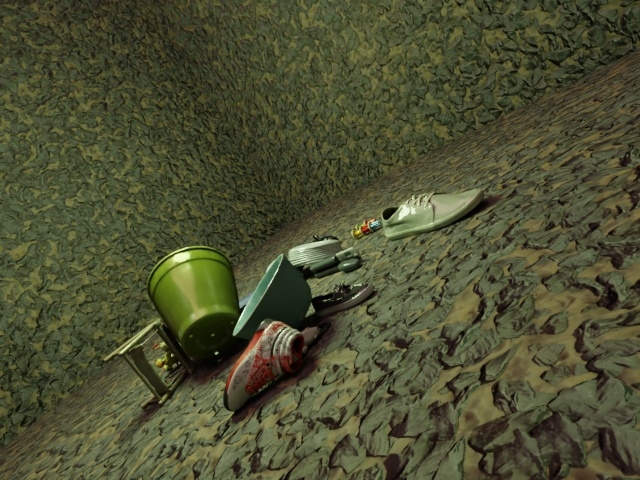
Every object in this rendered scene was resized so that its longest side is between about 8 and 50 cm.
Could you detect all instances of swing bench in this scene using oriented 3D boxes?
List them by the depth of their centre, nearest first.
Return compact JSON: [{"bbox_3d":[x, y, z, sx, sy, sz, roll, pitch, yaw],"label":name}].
[{"bbox_3d":[-0.642,0.469,1.678,0.165,0.253,0.255,-24,14,39],"label":"swing bench"}]

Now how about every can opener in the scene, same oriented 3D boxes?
[{"bbox_3d":[0.058,0.099,1.774,0.280,0.074,0.093,-23,15,46],"label":"can opener"}]

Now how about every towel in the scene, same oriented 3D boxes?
[{"bbox_3d":[-0.299,0.295,2.089,0.243,0.040,0.336,-33,11,-10],"label":"towel"}]

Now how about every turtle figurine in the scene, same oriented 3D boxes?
[{"bbox_3d":[-0.649,0.503,1.914,0.217,0.087,0.270,-31,-31,-38],"label":"turtle figurine"}]

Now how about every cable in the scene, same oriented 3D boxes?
[{"bbox_3d":[-0.020,0.055,1.994,0.257,0.089,0.257,-11,2,39],"label":"cable"}]

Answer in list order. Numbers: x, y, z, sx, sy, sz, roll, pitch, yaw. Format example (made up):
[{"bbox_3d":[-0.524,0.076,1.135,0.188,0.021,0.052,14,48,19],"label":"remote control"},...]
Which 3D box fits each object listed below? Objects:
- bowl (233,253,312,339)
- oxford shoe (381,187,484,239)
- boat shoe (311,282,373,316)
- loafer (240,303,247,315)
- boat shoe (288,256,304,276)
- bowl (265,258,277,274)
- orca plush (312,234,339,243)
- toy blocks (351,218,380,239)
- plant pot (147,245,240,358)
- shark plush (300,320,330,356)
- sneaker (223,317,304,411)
[{"bbox_3d":[-0.141,0.217,1.421,0.312,0.163,0.311,-56,8,13],"label":"bowl"},{"bbox_3d":[0.394,-0.115,1.606,0.449,0.130,0.169,-19,16,50],"label":"oxford shoe"},{"bbox_3d":[0.063,0.177,1.387,0.228,0.076,0.080,-27,12,34],"label":"boat shoe"},{"bbox_3d":[-0.370,0.372,1.861,0.267,0.084,0.096,-33,40,20],"label":"loafer"},{"bbox_3d":[-0.142,0.163,2.043,0.320,0.118,0.103,-74,3,-71],"label":"boat shoe"},{"bbox_3d":[-0.226,0.160,2.061,0.142,0.053,0.142,-52,-17,-62],"label":"bowl"},{"bbox_3d":[0.000,0.000,2.339,0.151,0.102,0.287,-36,10,-14],"label":"orca plush"},{"bbox_3d":[0.235,-0.070,2.087,0.148,0.054,0.123,-27,12,33],"label":"toy blocks"},{"bbox_3d":[-0.481,0.273,1.731,0.366,0.366,0.353,-34,44,-5],"label":"plant pot"},{"bbox_3d":[-0.041,0.284,1.278,0.161,0.073,0.067,-44,-16,-30],"label":"shark plush"},{"bbox_3d":[-0.146,0.350,1.157,0.145,0.090,0.270,13,63,32],"label":"sneaker"}]
